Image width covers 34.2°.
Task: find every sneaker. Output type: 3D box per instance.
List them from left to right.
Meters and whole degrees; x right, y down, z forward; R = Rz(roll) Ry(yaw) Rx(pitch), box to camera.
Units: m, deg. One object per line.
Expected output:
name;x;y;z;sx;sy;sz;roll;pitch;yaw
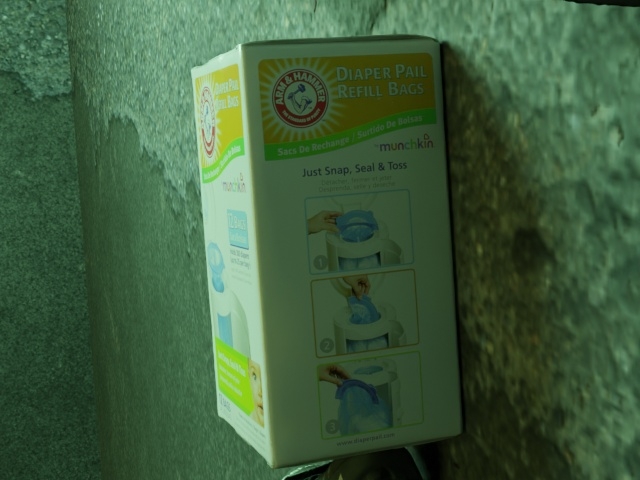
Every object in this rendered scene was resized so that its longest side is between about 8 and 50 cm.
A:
sneaker;0.001;0.173;0.641;0.234;0.078;0.106;101;153;-46

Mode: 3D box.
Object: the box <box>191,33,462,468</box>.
box;0.000;0.000;0.550;0.114;0.103;0.203;-167;72;-70

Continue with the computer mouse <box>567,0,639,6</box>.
computer mouse;0.084;-0.158;0.319;0.262;0.060;0.184;-126;34;-56
